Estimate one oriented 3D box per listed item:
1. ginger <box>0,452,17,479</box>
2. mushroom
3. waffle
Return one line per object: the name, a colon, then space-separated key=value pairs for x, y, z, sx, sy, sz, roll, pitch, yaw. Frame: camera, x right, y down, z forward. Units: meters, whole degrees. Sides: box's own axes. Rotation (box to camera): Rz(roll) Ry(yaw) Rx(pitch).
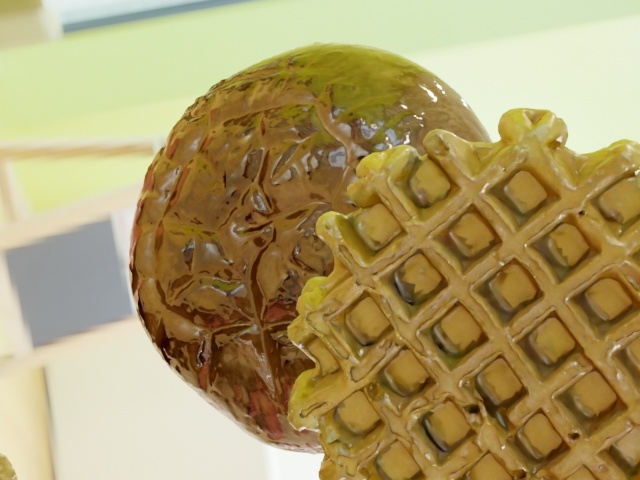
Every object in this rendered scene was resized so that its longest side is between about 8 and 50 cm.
ginger: x=-0.347 y=0.182 z=1.309 sx=0.166 sy=0.236 sz=0.376 roll=-20 pitch=-128 yaw=57
mushroom: x=0.000 y=0.000 z=1.142 sx=0.153 sy=0.253 sz=0.253 roll=24 pitch=53 yaw=-59
waffle: x=0.074 y=0.039 z=0.733 sx=0.038 sy=0.191 sz=0.191 roll=-31 pitch=112 yaw=-76
